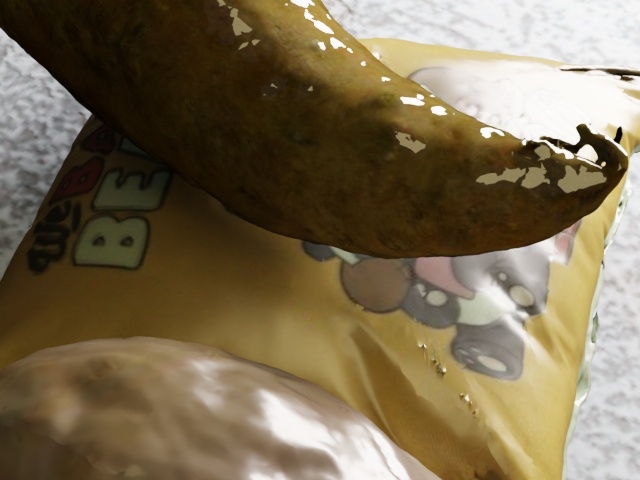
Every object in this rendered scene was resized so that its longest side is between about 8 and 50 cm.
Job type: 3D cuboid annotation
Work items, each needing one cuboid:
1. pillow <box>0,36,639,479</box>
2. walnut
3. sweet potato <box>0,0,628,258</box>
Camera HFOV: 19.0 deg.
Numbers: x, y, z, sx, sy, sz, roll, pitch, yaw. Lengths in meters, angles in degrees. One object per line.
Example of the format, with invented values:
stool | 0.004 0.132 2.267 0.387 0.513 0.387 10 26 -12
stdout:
pillow | 0.000 0.000 0.946 0.312 0.119 0.310 10 54 13
walnut | -0.060 0.157 0.743 0.248 0.248 0.248 1 52 -1
sweet potato | -0.045 -0.090 0.868 0.130 0.130 0.422 -33 50 -25
